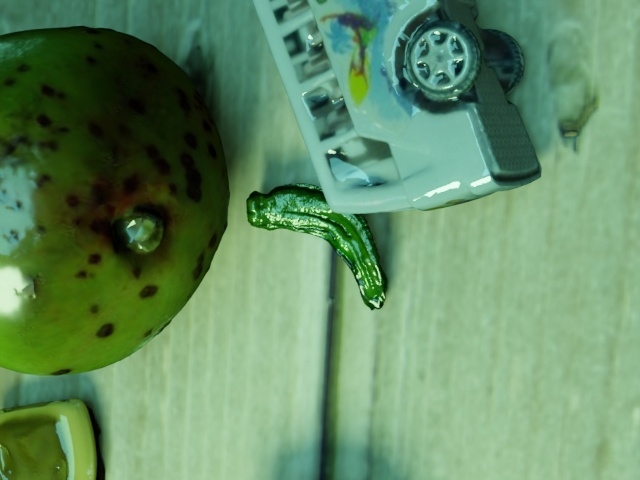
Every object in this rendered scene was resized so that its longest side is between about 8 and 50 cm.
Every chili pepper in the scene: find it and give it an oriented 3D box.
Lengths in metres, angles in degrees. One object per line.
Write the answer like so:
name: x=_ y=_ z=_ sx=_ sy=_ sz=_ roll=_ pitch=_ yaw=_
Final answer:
chili pepper: x=0.006 y=-0.006 z=0.847 sx=0.118 sy=0.035 sz=0.055 roll=35 pitch=116 yaw=4

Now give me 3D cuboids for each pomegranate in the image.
pomegranate: x=-0.195 y=-0.052 z=0.817 sx=0.286 sy=0.231 sz=0.231 roll=40 pitch=103 yaw=25

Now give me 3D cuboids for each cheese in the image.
cheese: x=-0.194 y=0.199 z=0.911 sx=0.086 sy=0.036 sz=0.163 roll=-10 pitch=88 yaw=18

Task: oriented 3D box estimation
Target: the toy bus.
toy bus: x=0.026 y=-0.171 z=0.798 sx=0.136 sy=0.109 sz=0.330 roll=-22 pitch=85 yaw=26
